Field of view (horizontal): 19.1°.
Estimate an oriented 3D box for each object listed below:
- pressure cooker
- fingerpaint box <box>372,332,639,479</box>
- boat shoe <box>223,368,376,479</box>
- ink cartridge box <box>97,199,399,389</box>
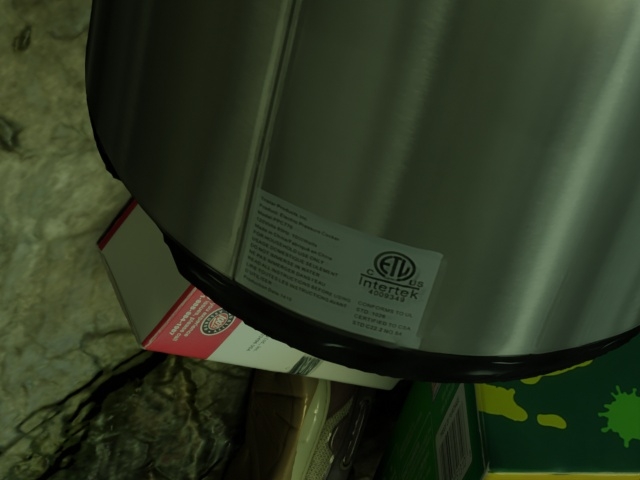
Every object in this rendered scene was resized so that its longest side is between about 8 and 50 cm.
[{"bbox_3d":[0.088,-0.183,0.895,0.369,0.375,0.420,-10,140,-21],"label":"pressure cooker"},{"bbox_3d":[0.244,0.188,1.407,0.371,0.163,0.445,1,150,-8],"label":"fingerpaint box"},{"bbox_3d":[-0.016,0.185,1.501,0.092,0.103,0.285,-5,132,-23],"label":"boat shoe"},{"bbox_3d":[0.000,0.000,1.285,0.237,0.100,0.172,13,128,-43],"label":"ink cartridge box"}]
